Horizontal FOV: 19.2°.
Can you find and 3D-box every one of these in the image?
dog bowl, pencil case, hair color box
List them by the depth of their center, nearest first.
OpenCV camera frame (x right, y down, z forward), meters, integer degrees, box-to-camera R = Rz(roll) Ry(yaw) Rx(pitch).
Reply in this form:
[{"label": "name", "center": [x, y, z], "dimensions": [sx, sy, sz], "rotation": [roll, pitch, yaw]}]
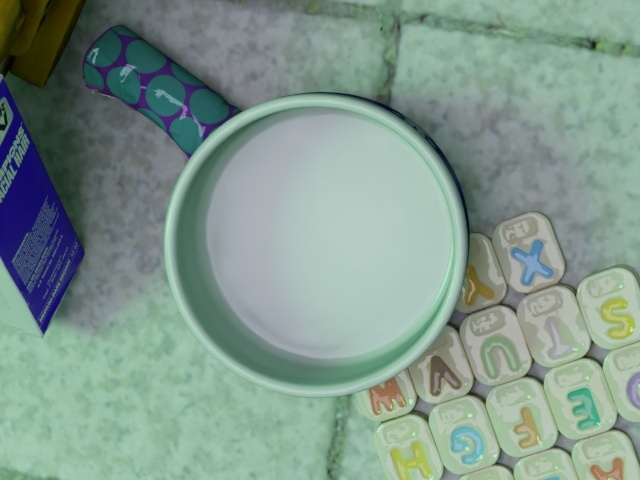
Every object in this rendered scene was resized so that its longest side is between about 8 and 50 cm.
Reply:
[{"label": "dog bowl", "center": [0.000, 0.000, 1.675], "dimensions": [0.265, 0.104, 0.265], "rotation": [1, 97, 7]}, {"label": "hair color box", "center": [-0.342, -0.047, 1.687], "dimensions": [0.185, 0.339, 0.110], "rotation": [18, 69, 13]}, {"label": "pencil case", "center": [-0.148, -0.133, 1.758], "dimensions": [0.151, 0.064, 0.070], "rotation": [36, 93, 10]}]

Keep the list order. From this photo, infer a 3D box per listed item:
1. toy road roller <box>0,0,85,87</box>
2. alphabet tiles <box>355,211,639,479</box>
[{"label": "toy road roller", "center": [-0.313, -0.231, 1.637], "dimensions": [0.202, 0.240, 0.329], "rotation": [26, 141, -6]}, {"label": "alphabet tiles", "center": [0.171, 0.127, 1.717], "dimensions": [0.284, 0.021, 0.278], "rotation": [-19, 91, 17]}]
